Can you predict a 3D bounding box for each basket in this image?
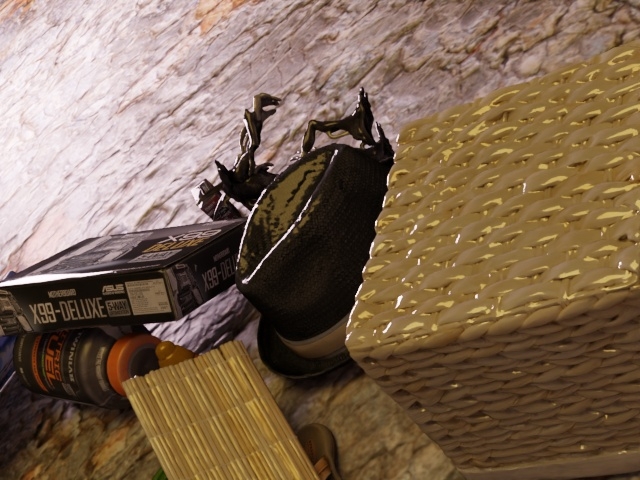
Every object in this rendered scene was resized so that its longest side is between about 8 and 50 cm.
[{"bbox_3d":[0.238,0.028,1.259,0.331,0.266,0.328,-17,42,36],"label":"basket"}]

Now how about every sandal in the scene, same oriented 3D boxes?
[{"bbox_3d":[-0.008,0.266,1.445,0.072,0.049,0.180,-34,34,14],"label":"sandal"}]

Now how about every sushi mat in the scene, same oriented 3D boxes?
[{"bbox_3d":[-0.095,0.241,1.423,0.151,0.019,0.316,-22,49,-16],"label":"sushi mat"}]

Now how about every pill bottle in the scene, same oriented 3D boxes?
[{"bbox_3d":[-0.313,0.165,1.801,0.245,0.130,0.130,1,53,47],"label":"pill bottle"}]

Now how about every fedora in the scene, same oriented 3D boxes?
[{"bbox_3d":[0.000,0.000,1.609,0.334,0.152,0.334,-35,32,26],"label":"fedora"}]

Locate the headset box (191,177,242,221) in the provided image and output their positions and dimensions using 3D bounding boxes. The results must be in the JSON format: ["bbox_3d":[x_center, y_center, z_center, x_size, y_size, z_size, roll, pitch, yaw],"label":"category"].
[{"bbox_3d":[-0.153,-0.050,1.912,0.032,0.083,0.062,-41,33,5],"label":"headset box"}]

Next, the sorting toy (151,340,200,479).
[{"bbox_3d":[-0.180,0.231,1.513,0.127,0.126,0.365,-31,18,22],"label":"sorting toy"}]

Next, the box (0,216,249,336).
[{"bbox_3d":[-0.263,0.049,1.780,0.307,0.076,0.242,-7,14,30],"label":"box"}]

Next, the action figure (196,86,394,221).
[{"bbox_3d":[-0.041,-0.116,1.810,0.275,0.164,0.141,-17,48,19],"label":"action figure"}]

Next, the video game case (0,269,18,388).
[{"bbox_3d":[-0.509,0.194,1.924,0.269,0.061,0.244,-57,-1,-18],"label":"video game case"}]
